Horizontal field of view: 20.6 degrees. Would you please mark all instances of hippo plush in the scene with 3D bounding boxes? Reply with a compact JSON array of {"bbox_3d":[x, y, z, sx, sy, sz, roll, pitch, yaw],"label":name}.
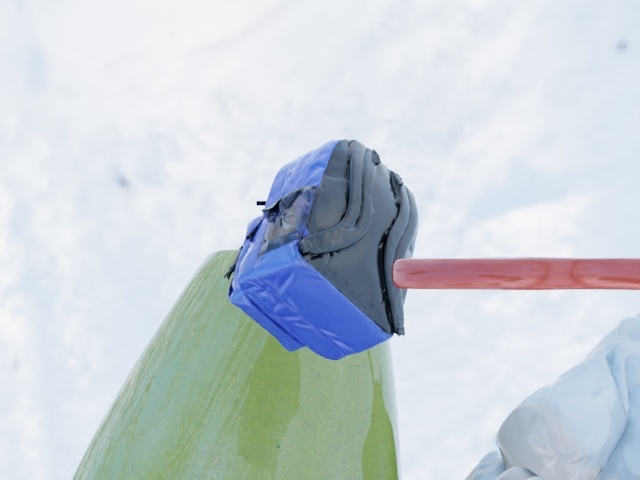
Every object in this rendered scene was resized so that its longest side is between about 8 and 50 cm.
[{"bbox_3d":[0.266,0.192,1.319,0.236,0.294,0.234,42,148,16],"label":"hippo plush"}]

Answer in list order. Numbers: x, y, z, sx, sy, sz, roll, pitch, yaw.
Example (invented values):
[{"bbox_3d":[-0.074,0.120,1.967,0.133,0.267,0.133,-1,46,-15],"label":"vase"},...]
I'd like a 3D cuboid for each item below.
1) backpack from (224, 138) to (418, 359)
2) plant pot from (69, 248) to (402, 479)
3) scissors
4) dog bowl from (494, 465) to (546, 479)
[{"bbox_3d":[0.000,0.000,1.088,0.101,0.098,0.120,-17,40,37],"label":"backpack"},{"bbox_3d":[-0.052,0.166,1.254,0.275,0.275,0.293,-15,58,60],"label":"plant pot"},{"bbox_3d":[0.169,0.019,0.827,0.297,0.109,0.021,2,89,42],"label":"scissors"},{"bbox_3d":[0.130,0.346,1.006,0.150,0.408,0.408,13,100,20],"label":"dog bowl"}]
